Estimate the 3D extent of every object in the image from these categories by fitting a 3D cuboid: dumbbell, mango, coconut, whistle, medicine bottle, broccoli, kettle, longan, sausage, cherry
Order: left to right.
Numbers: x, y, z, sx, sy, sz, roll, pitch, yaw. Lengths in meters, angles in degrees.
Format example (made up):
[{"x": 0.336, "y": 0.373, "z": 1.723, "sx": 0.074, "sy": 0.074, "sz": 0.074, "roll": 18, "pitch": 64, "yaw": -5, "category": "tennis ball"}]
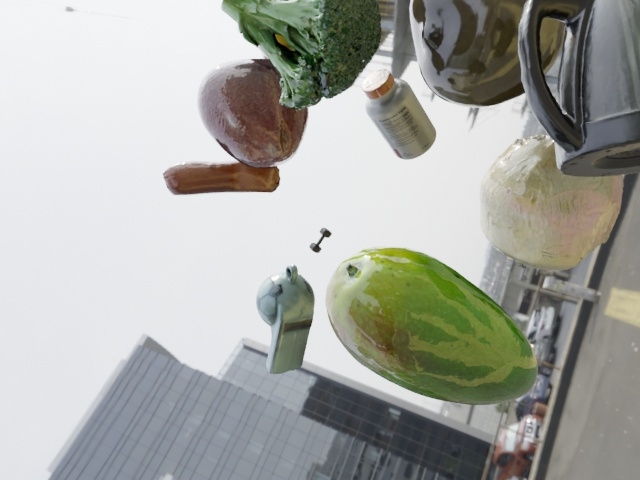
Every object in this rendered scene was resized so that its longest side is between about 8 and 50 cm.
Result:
[{"x": -0.256, "y": -0.164, "z": 1.298, "sx": 0.083, "sy": 0.300, "sz": 0.089, "roll": 148, "pitch": 120, "yaw": -81, "category": "sausage"}, {"x": -0.148, "y": -0.296, "z": 1.163, "sx": 0.261, "sy": 0.307, "sz": 0.221, "roll": -12, "pitch": -27, "yaw": -32, "category": "cherry"}, {"x": -0.095, "y": 0.185, "z": 1.279, "sx": 0.163, "sy": 0.164, "sz": 0.289, "roll": -41, "pitch": -31, "yaw": -57, "category": "whistle"}, {"x": -0.026, "y": -0.370, "z": 0.815, "sx": 0.269, "sy": 0.269, "sz": 0.254, "roll": -55, "pitch": -4, "yaw": -42, "category": "broccoli"}, {"x": 0.000, "y": 0.000, "z": 1.555, "sx": 0.036, "sy": 0.040, "sz": 0.083, "roll": 24, "pitch": -75, "yaw": -44, "category": "dumbbell"}, {"x": 0.244, "y": -0.403, "z": 1.577, "sx": 0.289, "sy": 0.157, "sz": 0.157, "roll": 45, "pitch": -120, "yaw": -38, "category": "medicine bottle"}, {"x": 0.177, "y": 0.144, "z": 0.780, "sx": 0.225, "sy": 0.382, "sz": 0.201, "roll": -39, "pitch": 26, "yaw": 53, "category": "mango"}, {"x": 0.362, "y": -0.486, "z": 1.114, "sx": 0.361, "sy": 0.361, "sz": 0.360, "roll": 17, "pitch": -90, "yaw": -71, "category": "longan"}, {"x": 0.667, "y": -0.146, "z": 1.448, "sx": 0.404, "sy": 0.405, "sz": 0.404, "roll": 17, "pitch": -90, "yaw": -71, "category": "coconut"}, {"x": 0.421, "y": -0.244, "z": 0.722, "sx": 0.207, "sy": 0.251, "sz": 0.271, "roll": 16, "pitch": -108, "yaw": -69, "category": "kettle"}]

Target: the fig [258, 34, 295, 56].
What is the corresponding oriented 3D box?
[{"x": -0.052, "y": -0.568, "z": 1.262, "sx": 0.326, "sy": 0.258, "sz": 0.258, "roll": -48, "pitch": -31, "yaw": -47, "category": "fig"}]
